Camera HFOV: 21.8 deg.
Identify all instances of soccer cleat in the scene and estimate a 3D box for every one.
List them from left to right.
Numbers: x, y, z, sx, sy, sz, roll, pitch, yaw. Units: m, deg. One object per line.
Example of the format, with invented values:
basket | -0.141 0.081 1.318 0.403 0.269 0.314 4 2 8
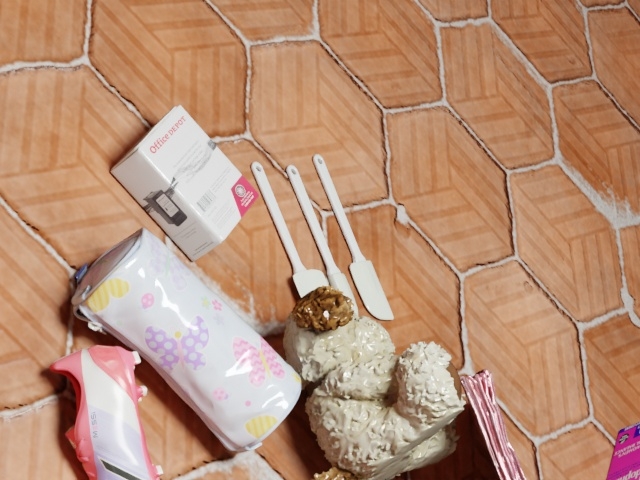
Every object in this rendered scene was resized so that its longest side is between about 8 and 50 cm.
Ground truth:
soccer cleat | -0.216 0.230 1.725 0.095 0.083 0.248 -8 75 -16

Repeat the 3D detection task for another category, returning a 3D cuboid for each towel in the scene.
towel | 0.233 0.281 2.018 0.329 0.037 0.237 53 16 -79

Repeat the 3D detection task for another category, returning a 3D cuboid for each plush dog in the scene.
plush dog | 0.034 0.167 1.942 0.210 0.262 0.225 -28 69 -8

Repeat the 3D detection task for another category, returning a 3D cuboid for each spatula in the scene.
spatula | 0.000 0.000 2.126 0.168 0.019 0.242 -9 72 -47

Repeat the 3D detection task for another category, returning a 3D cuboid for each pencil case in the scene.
pencil case | -0.146 0.112 1.831 0.273 0.113 0.124 43 46 -17

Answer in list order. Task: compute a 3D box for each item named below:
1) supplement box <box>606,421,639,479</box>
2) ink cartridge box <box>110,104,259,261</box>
supplement box | 0.470 0.354 2.304 0.114 0.111 0.220 43 41 -17
ink cartridge box | -0.160 -0.069 1.971 0.150 0.063 0.109 48 41 -10
